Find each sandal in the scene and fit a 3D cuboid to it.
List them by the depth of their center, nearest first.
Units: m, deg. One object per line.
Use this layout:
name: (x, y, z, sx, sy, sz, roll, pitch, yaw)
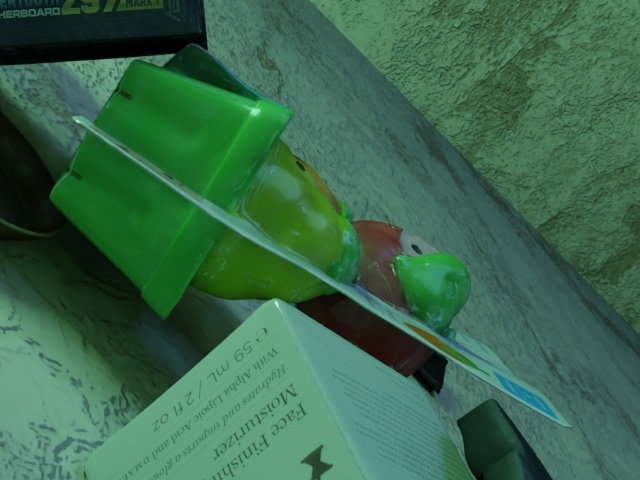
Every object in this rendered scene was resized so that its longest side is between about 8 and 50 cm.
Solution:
sandal: (0.097, 0.146, 0.727, 0.097, 0.054, 0.254, 55, 4, -1)

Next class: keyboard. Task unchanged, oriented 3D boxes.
keyboard: (0.067, 0.080, 1.552, 0.180, 0.023, 0.108, 47, 19, -8)

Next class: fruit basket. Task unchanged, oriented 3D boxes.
fruit basket: (0.000, 0.000, 1.023, 0.353, 0.165, 0.327, 26, 3, -4)

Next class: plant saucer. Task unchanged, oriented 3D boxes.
plant saucer: (-0.235, -0.058, 0.945, 0.168, 0.029, 0.168, 45, 12, -12)

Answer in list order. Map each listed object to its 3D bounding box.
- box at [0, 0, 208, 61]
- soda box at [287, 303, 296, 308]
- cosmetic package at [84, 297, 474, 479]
box: (-0.172, -0.157, 1.019, 0.233, 0.183, 0.059, -125, -149, -85)
soda box: (-0.007, 0.023, 1.357, 0.067, 0.071, 0.210, 39, 15, -33)
cosmetic package: (-0.003, 0.163, 0.780, 0.151, 0.151, 0.184, 35, 18, -45)
